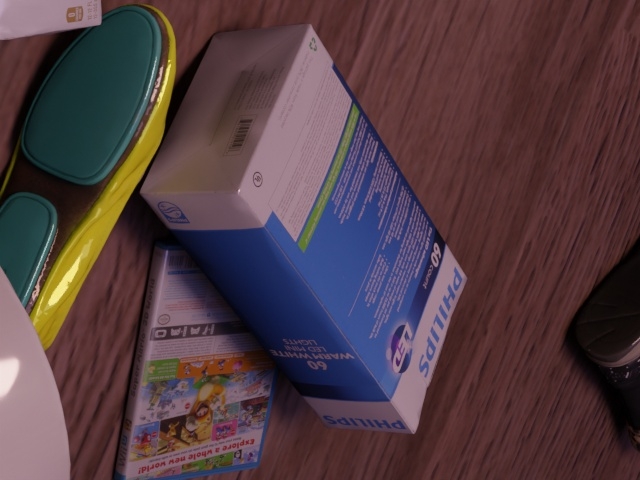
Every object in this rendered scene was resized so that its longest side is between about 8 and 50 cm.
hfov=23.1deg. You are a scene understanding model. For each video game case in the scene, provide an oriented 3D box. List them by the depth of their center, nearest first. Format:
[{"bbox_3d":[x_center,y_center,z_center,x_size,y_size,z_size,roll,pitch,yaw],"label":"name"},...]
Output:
[{"bbox_3d":[-0.074,0.080,1.047,0.119,0.015,0.166,-2,108,-44],"label":"video game case"}]

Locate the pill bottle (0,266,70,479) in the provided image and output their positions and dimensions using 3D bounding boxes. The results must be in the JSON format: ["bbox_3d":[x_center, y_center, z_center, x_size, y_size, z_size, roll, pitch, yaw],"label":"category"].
[{"bbox_3d":[-0.323,0.126,0.680,0.392,0.224,0.224,-24,122,-35],"label":"pill bottle"}]

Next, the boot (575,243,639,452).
[{"bbox_3d":[0.332,0.065,1.381,0.236,0.085,0.179,-42,134,-15],"label":"boot"}]

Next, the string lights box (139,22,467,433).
[{"bbox_3d":[0.000,0.000,1.009,0.260,0.076,0.133,56,45,-42],"label":"string lights box"}]

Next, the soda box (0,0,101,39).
[{"bbox_3d":[-0.159,-0.216,0.797,0.069,0.074,0.216,-17,118,-39],"label":"soda box"}]

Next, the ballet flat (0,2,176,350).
[{"bbox_3d":[-0.143,-0.027,0.906,0.231,0.077,0.077,-63,157,0],"label":"ballet flat"}]
